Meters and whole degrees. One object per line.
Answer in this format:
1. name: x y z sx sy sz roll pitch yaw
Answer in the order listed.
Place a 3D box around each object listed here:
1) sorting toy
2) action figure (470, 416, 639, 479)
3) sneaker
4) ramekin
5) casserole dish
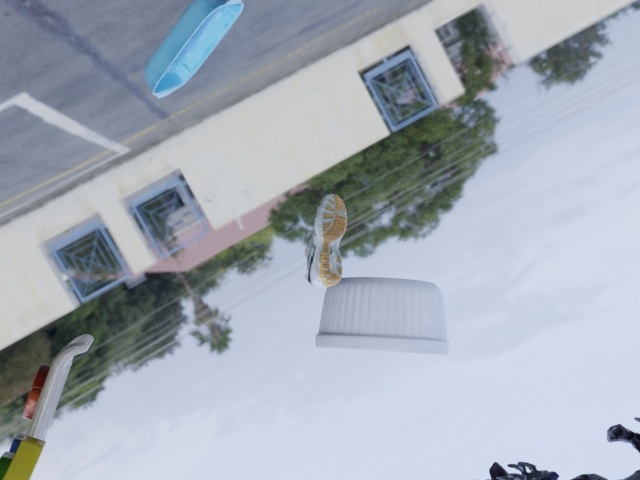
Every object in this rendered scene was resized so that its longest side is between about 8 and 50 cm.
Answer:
1. sorting toy: -0.290 0.200 0.683 0.229 0.041 0.307 -69 -167 -11
2. action figure: 0.274 0.261 0.700 0.185 0.099 0.285 -26 180 -42
3. sneaker: 0.000 0.000 0.613 0.031 0.083 0.037 17 161 -33
4. ramekin: 0.097 0.119 1.089 0.207 0.109 0.207 3 171 0
5. casserole dish: -0.180 -0.275 0.969 0.188 0.037 0.114 -45 -179 28
